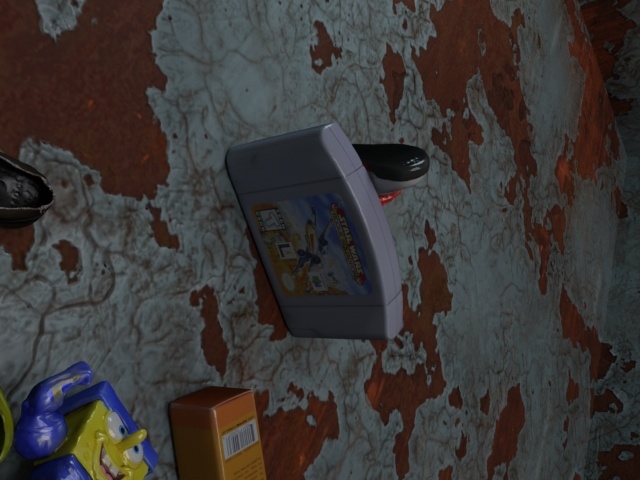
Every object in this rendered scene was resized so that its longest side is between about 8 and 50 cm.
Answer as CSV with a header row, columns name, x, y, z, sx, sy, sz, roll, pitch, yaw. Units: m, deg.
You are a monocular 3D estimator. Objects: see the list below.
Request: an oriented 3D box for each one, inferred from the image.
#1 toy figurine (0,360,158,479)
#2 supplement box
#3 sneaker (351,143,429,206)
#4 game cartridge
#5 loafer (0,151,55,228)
name,x,y,z,sx,sy,sz,roll,pitch,yaw
toy figurine,-0.256,0.204,0.580,0.363,0.191,0.217,61,13,-17
supplement box,-0.114,0.299,0.754,0.080,0.078,0.234,-9,93,-55
sneaker,0.065,-0.058,0.886,0.090,0.270,0.145,-19,109,-27
game cartridge,0.000,0.000,0.838,0.062,0.198,0.297,-35,112,-43
loafer,-0.324,-0.067,0.530,0.220,0.078,0.080,15,74,-50
